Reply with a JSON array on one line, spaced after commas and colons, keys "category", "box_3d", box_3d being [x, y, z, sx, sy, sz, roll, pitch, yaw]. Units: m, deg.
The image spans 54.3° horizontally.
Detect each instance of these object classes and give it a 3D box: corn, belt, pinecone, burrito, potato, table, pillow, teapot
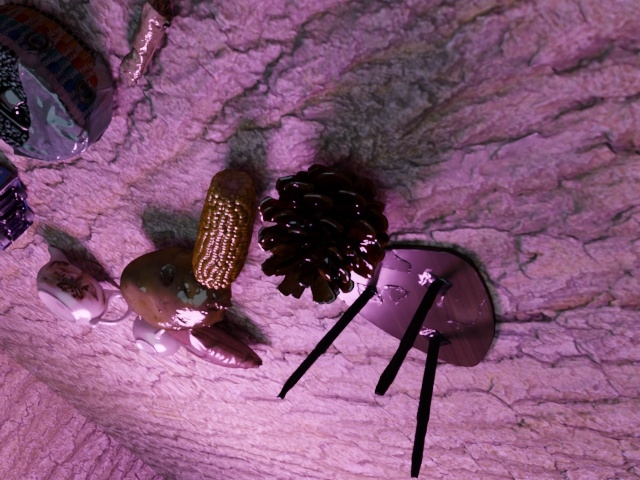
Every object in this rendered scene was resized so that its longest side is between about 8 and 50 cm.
[{"category": "corn", "box_3d": [-0.170, -0.012, 1.110, 0.102, 0.101, 0.310, 30, 140, 5]}, {"category": "belt", "box_3d": [-0.459, -0.249, 1.002, 0.257, 0.150, 0.207, 42, 136, -15]}, {"category": "pinecone", "box_3d": [0.000, 0.000, 0.907, 0.208, 0.207, 0.207, 22, 145, 16]}, {"category": "burrito", "box_3d": [-0.250, -0.277, 0.880, 0.041, 0.045, 0.185, 8, 156, -29]}, {"category": "potato", "box_3d": [-0.297, 0.103, 1.330, 0.296, 0.141, 0.191, -5, 120, 39]}, {"category": "table", "box_3d": [0.093, 0.188, 1.011, 0.318, 0.249, 0.317, 22, 145, 16]}, {"category": "pillow", "box_3d": [-0.274, 0.249, 1.526, 0.223, 0.084, 0.236, 38, 157, -25]}, {"category": "teapot", "box_3d": [-0.645, 0.139, 1.668, 0.298, 0.139, 0.204, 35, 145, 0]}, {"category": "teapot", "box_3d": [-0.443, 0.256, 1.696, 0.145, 0.092, 0.226, 40, 143, -12]}]

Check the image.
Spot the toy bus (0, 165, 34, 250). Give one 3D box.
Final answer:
[{"category": "toy bus", "box_3d": [-0.792, -0.089, 1.512, 0.134, 0.116, 0.234, 34, 149, 4]}]
